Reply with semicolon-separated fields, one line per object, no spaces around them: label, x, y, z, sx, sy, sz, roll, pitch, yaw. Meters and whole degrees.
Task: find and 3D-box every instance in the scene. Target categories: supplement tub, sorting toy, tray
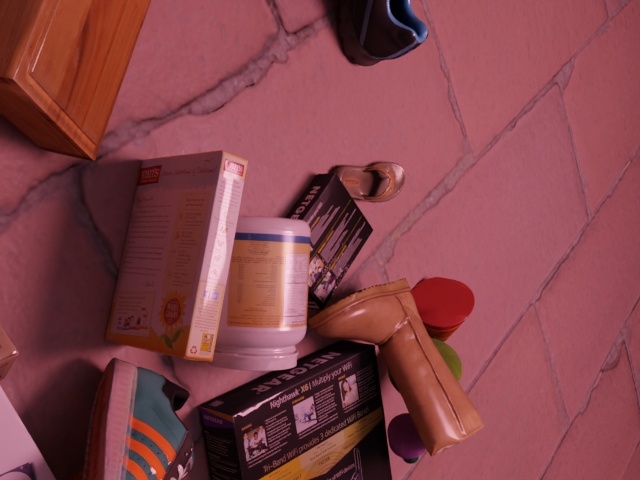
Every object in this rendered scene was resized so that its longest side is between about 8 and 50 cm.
supplement tub;-0.089;0.069;0.973;0.144;0.144;0.199;4;89;-46
sorting toy;0.194;0.240;1.283;0.126;0.127;0.365;79;26;-46
tray;-0.244;-0.315;0.775;0.203;0.076;0.410;77;28;-75

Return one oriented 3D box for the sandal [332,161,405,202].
sandal;0.093;-0.101;1.224;0.180;0.049;0.072;-5;94;-46

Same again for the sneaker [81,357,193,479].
sneaker;-0.195;0.262;0.785;0.121;0.108;0.302;20;35;-23

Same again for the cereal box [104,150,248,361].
cereal box;-0.176;0.015;0.861;0.047;0.173;0.240;18;79;-45

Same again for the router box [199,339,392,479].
router box;-0.025;0.316;1.090;0.309;0.081;0.242;-16;103;-45

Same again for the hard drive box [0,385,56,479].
hard drive box;-0.385;0.242;0.710;0.181;0.089;0.232;-39;118;-39

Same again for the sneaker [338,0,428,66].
sneaker;0.079;-0.458;1.137;0.125;0.140;0.340;-37;115;-37

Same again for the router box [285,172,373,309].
router box;0.000;0.000;1.133;0.133;0.046;0.179;55;55;-31

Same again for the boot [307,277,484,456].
boot;0.123;0.200;1.092;0.236;0.089;0.269;-13;73;-43

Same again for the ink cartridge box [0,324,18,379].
ink cartridge box;-0.412;0.059;0.610;0.193;0.088;0.234;-29;83;-41

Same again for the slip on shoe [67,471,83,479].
slip on shoe;-0.281;0.422;0.807;0.101;0.123;0.331;23;69;-36
